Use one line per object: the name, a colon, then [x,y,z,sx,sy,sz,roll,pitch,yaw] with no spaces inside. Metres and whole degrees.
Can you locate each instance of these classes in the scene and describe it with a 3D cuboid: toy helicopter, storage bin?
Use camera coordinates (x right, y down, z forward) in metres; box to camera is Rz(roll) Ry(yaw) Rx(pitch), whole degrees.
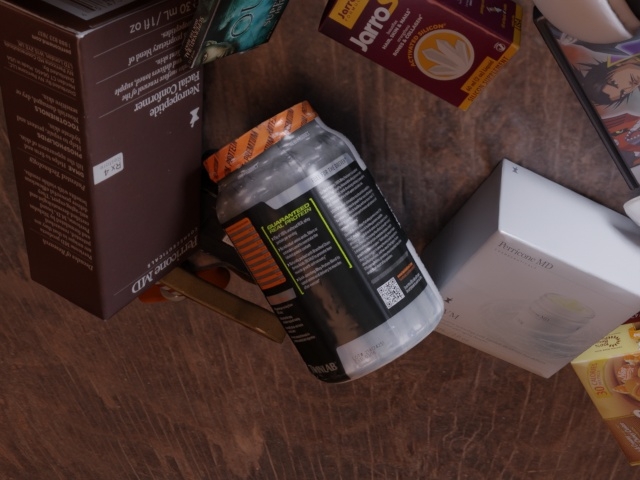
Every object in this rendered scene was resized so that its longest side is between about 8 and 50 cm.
toy helicopter: [-0.207,0.071,1.216,0.355,0.140,0.235,25,167,13]
storage bin: [-0.113,-0.032,1.132,0.180,0.084,0.122,29,137,-15]

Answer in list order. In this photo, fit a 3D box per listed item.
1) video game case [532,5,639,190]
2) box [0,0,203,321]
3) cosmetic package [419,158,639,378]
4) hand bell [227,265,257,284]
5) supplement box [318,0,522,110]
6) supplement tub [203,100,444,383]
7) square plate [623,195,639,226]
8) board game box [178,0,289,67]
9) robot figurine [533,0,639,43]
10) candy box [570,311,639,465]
video game case: [0.401,-0.190,0.844,0.248,0.035,0.275,-20,129,33]
box: [-0.246,-0.114,0.930,0.143,0.191,0.381,27,133,20]
cosmetic package: [0.277,0.046,1.066,0.224,0.138,0.225,23,137,-10]
hand bell: [-0.034,0.070,1.229,0.242,0.126,0.126,19,140,14]
supplement box: [0.107,-0.235,0.845,0.188,0.081,0.104,26,138,-12]
supplement tub: [0.000,0.000,0.988,0.193,0.193,0.316,-25,98,36]
square plate: [0.607,-0.007,0.952,0.347,0.049,0.344,35,136,-31]
board game box: [-0.070,-0.267,0.832,0.026,0.126,0.186,48,138,11]
robot figurine: [0.306,-0.281,0.672,0.278,0.209,0.173,-22,147,34]
candy box: [0.525,0.230,1.233,0.183,0.087,0.316,-15,131,30]
